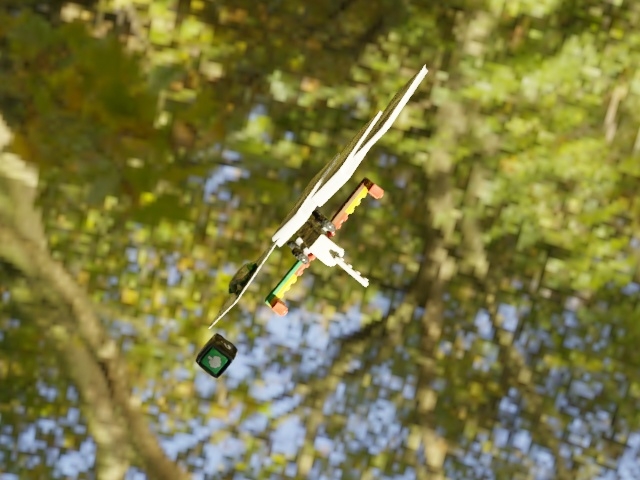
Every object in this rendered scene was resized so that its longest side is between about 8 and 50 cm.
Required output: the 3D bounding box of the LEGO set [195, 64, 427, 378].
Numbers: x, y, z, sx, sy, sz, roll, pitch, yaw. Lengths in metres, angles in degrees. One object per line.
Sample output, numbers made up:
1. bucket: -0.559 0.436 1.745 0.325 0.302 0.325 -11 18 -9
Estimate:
1. LEGO set: 0.000 0.000 1.222 0.060 0.182 0.244 39 -131 -6
